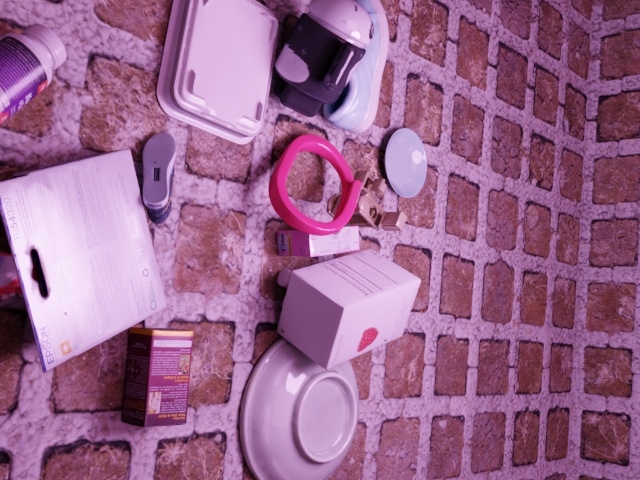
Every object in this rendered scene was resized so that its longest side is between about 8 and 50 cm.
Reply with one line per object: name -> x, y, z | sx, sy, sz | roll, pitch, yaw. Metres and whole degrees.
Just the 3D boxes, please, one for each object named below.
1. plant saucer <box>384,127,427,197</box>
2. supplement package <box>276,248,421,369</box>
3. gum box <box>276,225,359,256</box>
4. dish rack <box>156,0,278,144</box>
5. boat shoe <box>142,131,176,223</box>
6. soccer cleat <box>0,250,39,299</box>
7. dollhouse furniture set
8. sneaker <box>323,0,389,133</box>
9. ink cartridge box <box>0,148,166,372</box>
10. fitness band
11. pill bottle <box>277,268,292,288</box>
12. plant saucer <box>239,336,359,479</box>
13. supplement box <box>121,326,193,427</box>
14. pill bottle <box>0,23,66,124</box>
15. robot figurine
plant saucer -> 0.229, -0.216, 2.162 | 0.195, 0.038, 0.194 | 1, 88, -48
supplement package -> 0.069, 0.157, 1.846 | 0.293, 0.175, 0.177 | -15, 129, -46
gum box -> 0.000, 0.000, 1.861 | 0.188, 0.107, 0.062 | -6, 95, -47
dish rack -> -0.202, -0.398, 1.672 | 0.286, 0.072, 0.332 | 18, 78, -47
boat shoe -> -0.325, -0.125, 1.547 | 0.065, 0.083, 0.183 | 4, 58, -6
soccer cleat -> -0.580, 0.056, 1.260 | 0.248, 0.083, 0.095 | -4, 77, -48
dollhouse furniture set -> 0.133, -0.118, 1.950 | 0.101, 0.182, 0.160 | 42, 61, -39
sneaker -> 0.076, -0.458, 1.925 | 0.150, 0.135, 0.365 | 5, 85, -50
ink cartridge box -> -0.430, 0.022, 1.374 | 0.330, 0.072, 0.323 | -29, 112, -58
fitness band -> -0.012, -0.129, 1.811 | 0.209, 0.054, 0.290 | 33, 45, -13
pill bottle -> -0.061, 0.101, 1.841 | 0.083, 0.043, 0.043 | 31, 68, -43
plant saucer -> -0.015, 0.417, 1.851 | 0.401, 0.101, 0.400 | 0, 90, -48
supplement box -> -0.322, 0.268, 1.529 | 0.104, 0.081, 0.188 | 9, 83, -48
pill bottle -> -0.522, -0.279, 1.292 | 0.193, 0.108, 0.108 | -53, 126, -33
robot figurine -> 0.006, -0.425, 1.769 | 0.278, 0.209, 0.174 | -58, 159, 18
